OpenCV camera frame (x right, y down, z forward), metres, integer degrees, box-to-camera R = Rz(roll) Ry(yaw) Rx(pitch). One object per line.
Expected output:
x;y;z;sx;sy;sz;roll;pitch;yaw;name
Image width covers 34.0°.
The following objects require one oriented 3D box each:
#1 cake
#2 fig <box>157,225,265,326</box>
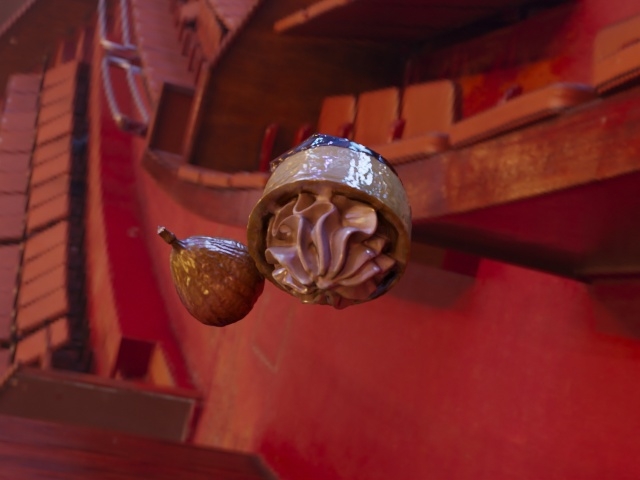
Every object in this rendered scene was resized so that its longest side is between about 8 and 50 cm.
0.000;0.000;1.217;0.178;0.208;0.185;-57;-7;-52;cake
-0.141;0.049;1.280;0.119;0.153;0.119;-7;79;40;fig
